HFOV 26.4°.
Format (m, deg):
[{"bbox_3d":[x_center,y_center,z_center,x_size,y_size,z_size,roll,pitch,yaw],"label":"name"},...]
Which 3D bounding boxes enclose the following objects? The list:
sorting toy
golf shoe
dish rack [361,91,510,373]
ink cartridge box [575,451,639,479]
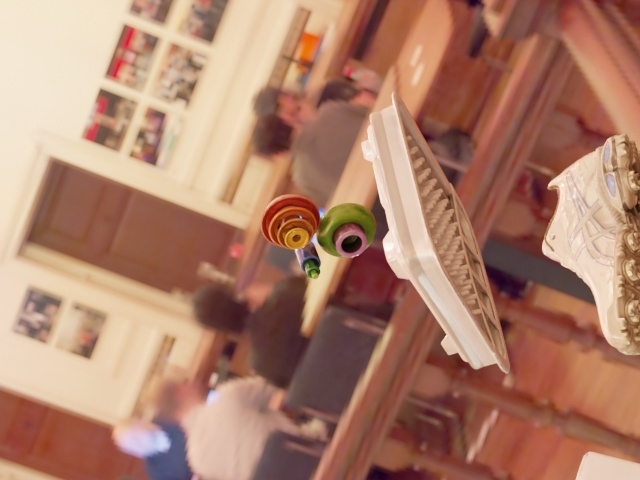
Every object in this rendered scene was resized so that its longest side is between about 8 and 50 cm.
[{"bbox_3d":[0.000,0.000,1.101,0.042,0.102,0.061,-112,39,-54],"label":"sorting toy"},{"bbox_3d":[0.199,0.012,0.969,0.086,0.069,0.176,-24,43,34],"label":"golf shoe"},{"bbox_3d":[0.141,0.001,1.741,0.333,0.072,0.285,55,-160,-50],"label":"dish rack"},{"bbox_3d":[0.395,0.347,1.489,0.278,0.201,0.117,51,-124,-55],"label":"ink cartridge box"}]
